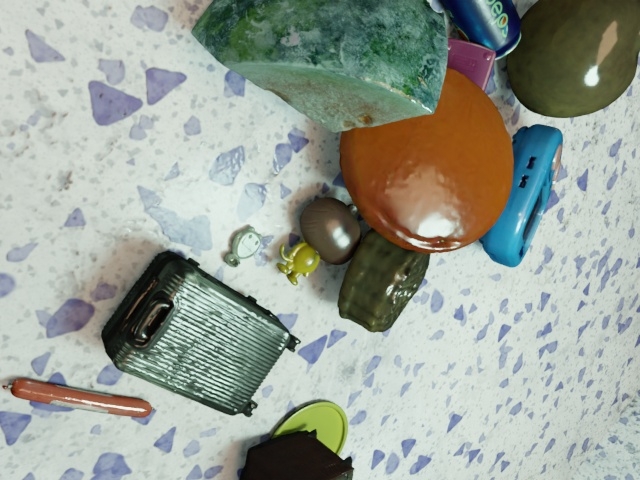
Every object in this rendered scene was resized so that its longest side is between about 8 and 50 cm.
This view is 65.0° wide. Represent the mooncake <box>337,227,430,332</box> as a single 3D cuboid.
[{"bbox_3d":[0.134,0.080,1.031,0.228,0.124,0.228,-52,158,-30],"label":"mooncake"}]

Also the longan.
[{"bbox_3d":[0.554,-0.419,1.092,0.297,0.297,0.298,-13,114,-31],"label":"longan"}]

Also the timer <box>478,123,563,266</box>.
[{"bbox_3d":[0.476,-0.099,1.196,0.340,0.115,0.309,26,86,-64],"label":"timer"}]

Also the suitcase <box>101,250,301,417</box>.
[{"bbox_3d":[-0.199,0.169,0.868,0.312,0.128,0.202,39,83,-38],"label":"suitcase"}]

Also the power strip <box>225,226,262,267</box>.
[{"bbox_3d":[-0.138,0.015,0.915,0.083,0.035,0.055,-51,128,-12],"label":"power strip"}]

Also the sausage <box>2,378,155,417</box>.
[{"bbox_3d":[-0.388,0.263,0.830,0.253,0.034,0.034,29,89,-39],"label":"sausage"}]

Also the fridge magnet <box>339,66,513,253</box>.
[{"bbox_3d":[0.203,-0.155,0.954,0.363,0.155,0.364,2,84,-18],"label":"fridge magnet"}]

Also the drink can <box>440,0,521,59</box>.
[{"bbox_3d":[0.322,-0.468,1.010,0.205,0.118,0.118,39,83,-37],"label":"drink can"}]

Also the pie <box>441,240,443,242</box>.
[{"bbox_3d":[0.302,-0.112,1.158,0.276,0.078,0.277,-16,119,-30],"label":"pie"}]

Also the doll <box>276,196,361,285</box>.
[{"bbox_3d":[-0.006,-0.006,0.970,0.188,0.096,0.145,-22,113,-16],"label":"doll"}]

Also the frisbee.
[{"bbox_3d":[-0.033,0.479,1.172,0.235,0.017,0.236,-13,114,-32],"label":"frisbee"}]

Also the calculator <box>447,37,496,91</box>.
[{"bbox_3d":[0.277,-0.312,1.038,0.126,0.034,0.191,15,109,2],"label":"calculator"}]

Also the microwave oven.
[{"bbox_3d":[-0.060,0.554,1.056,0.178,0.188,0.248,1,103,-41],"label":"microwave oven"}]

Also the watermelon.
[{"bbox_3d":[-0.001,-0.287,0.800,0.258,0.386,0.229,94,13,-68],"label":"watermelon"}]
